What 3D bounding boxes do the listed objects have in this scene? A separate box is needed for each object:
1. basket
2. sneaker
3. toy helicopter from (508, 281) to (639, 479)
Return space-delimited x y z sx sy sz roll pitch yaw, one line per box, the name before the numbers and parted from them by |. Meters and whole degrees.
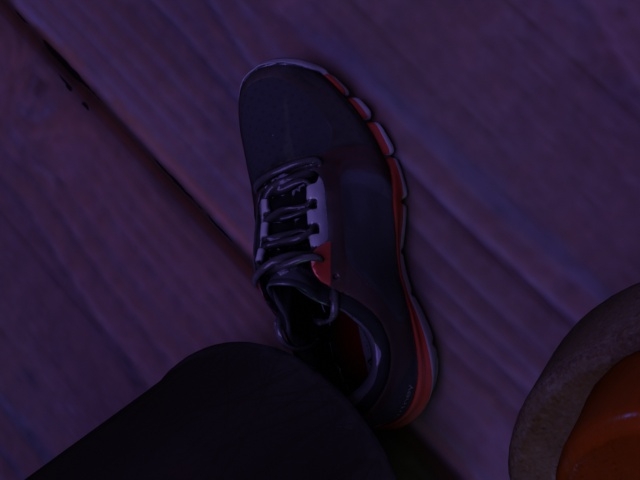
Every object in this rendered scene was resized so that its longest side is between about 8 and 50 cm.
basket | -0.092 0.165 0.544 0.154 0.227 0.204 29 124 27
sneaker | 0.000 0.000 0.603 0.061 0.065 0.158 -25 81 28
toy helicopter | 0.217 0.129 0.430 0.355 0.140 0.235 26 139 13
